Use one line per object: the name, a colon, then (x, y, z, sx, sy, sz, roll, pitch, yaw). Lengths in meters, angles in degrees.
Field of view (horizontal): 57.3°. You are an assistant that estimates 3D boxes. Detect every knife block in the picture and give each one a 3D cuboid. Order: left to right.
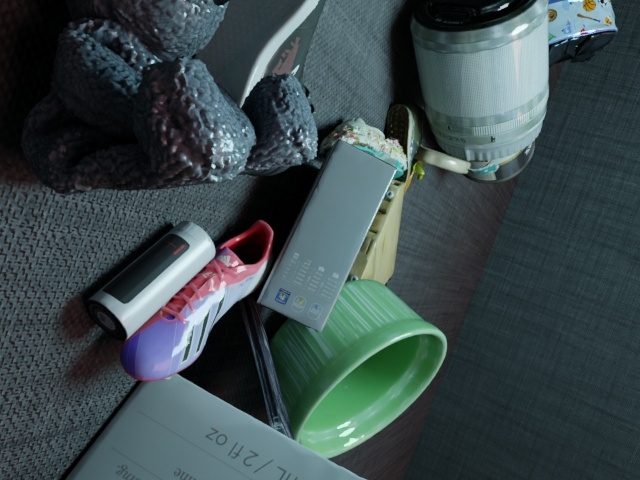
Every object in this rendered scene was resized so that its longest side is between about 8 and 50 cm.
knife block: (0.091, 0.032, 1.113, 0.275, 0.088, 0.242, -67, 157, -3)

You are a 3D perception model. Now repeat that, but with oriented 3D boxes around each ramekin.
ramekin: (0.047, 0.208, 0.979, 0.303, 0.148, 0.303, -25, 142, -22)

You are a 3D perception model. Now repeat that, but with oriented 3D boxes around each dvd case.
dvd case: (-0.072, 0.178, 0.790, 0.018, 0.221, 0.164, -17, 141, -5)

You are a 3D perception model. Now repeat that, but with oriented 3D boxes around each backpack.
backpack: (0.545, -0.497, 1.360, 0.263, 0.277, 0.213, -118, -170, -79)

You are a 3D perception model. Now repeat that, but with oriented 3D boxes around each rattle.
rattle: (0.258, -0.122, 1.215, 0.200, 0.130, 0.142, 13, 87, -30)

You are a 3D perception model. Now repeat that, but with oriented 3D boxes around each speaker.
speaker: (-0.171, 0.038, 0.606, 0.136, 0.055, 0.055, -47, 149, -38)

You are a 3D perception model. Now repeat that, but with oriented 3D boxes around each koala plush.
koala plush: (-0.131, -0.152, 0.433, 0.196, 0.203, 0.221, -32, 117, -67)

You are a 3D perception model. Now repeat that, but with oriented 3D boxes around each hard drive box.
hard drive box: (0.000, 0.000, 0.808, 0.232, 0.089, 0.181, -65, -176, -8)

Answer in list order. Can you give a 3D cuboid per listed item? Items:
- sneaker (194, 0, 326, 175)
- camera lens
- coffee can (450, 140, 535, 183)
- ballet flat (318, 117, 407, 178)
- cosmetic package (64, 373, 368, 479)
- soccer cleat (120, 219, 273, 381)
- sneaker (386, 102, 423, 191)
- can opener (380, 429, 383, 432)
sneaker: (-0.045, -0.199, 0.626, 0.295, 0.105, 0.147, -64, 158, 5)
camera lens: (0.281, -0.307, 1.023, 0.219, 0.219, 0.274, -54, 142, -30)
coffee can: (0.371, -0.263, 1.313, 0.201, 0.202, 0.275, -67, 156, -3)
ballet flat: (0.064, -0.150, 0.927, 0.241, 0.091, 0.077, 10, 67, -62)
cosmetic package: (-0.139, 0.434, 0.666, 0.393, 0.330, 0.327, -55, 153, -30)
soccer cleat: (-0.132, 0.059, 0.664, 0.248, 0.083, 0.095, -43, 160, -52)
sneaker: (0.161, -0.169, 1.116, 0.086, 0.064, 0.192, -29, 132, -48)
can opener: (0.092, 0.482, 1.540, 0.095, 0.076, 0.283, -34, 153, 1)
